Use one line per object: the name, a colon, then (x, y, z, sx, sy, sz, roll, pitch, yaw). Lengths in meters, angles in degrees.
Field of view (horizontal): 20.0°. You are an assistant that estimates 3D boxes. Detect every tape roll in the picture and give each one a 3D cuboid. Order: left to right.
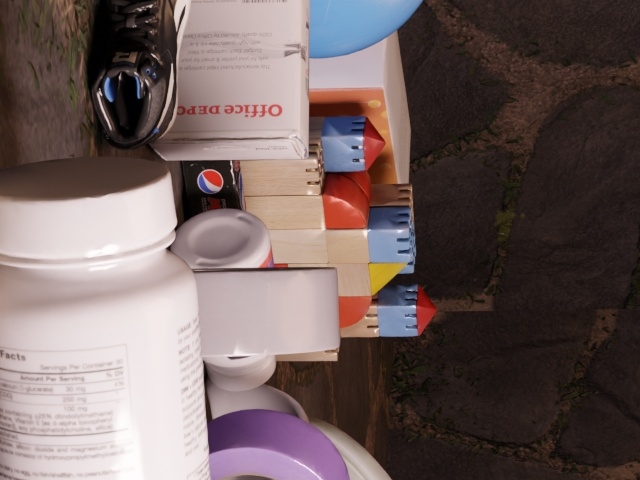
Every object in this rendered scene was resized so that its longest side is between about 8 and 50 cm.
tape roll: (-0.093, 0.060, 1.581, 0.219, 0.219, 0.072, 5, 84, -83)
tape roll: (-0.065, 0.276, 1.892, 0.080, 0.189, 0.189, -76, 163, -63)

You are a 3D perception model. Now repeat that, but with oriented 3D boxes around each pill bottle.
pill bottle: (-0.161, 0.092, 1.271, 0.160, 0.160, 0.283, -65, 153, -74)
pill bottle: (-0.098, 0.070, 1.976, 0.108, 0.108, 0.193, -83, 169, -48)

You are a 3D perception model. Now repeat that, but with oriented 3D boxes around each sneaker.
sneaker: (-0.162, -0.187, 1.620, 0.121, 0.079, 0.217, -67, 156, -76)

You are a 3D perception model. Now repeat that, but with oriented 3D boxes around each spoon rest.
spoon rest: (-0.077, 0.203, 2.050, 0.137, 0.084, 0.276, -52, -154, 14)

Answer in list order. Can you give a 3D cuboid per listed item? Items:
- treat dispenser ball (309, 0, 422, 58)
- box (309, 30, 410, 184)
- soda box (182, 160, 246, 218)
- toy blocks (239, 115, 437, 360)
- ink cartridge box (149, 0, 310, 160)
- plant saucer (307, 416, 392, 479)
treat dispenser ball: (-0.004, -0.350, 2.052, 0.288, 0.288, 0.288, -1, 90, -83)
box: (-0.004, -0.163, 2.314, 0.345, 0.215, 0.168, 76, 15, -59)
soda box: (-0.115, -0.046, 2.017, 0.053, 0.060, 0.169, -80, 164, -67)
toy blocks: (0.000, 0.000, 2.150, 0.190, 0.261, 0.381, -80, 167, -56)
ink cartridge box: (-0.091, -0.194, 1.863, 0.092, 0.159, 0.218, 61, 29, -76)
plant saucer: (-0.003, 0.414, 2.181, 0.400, 0.100, 0.400, 32, -48, 44)
